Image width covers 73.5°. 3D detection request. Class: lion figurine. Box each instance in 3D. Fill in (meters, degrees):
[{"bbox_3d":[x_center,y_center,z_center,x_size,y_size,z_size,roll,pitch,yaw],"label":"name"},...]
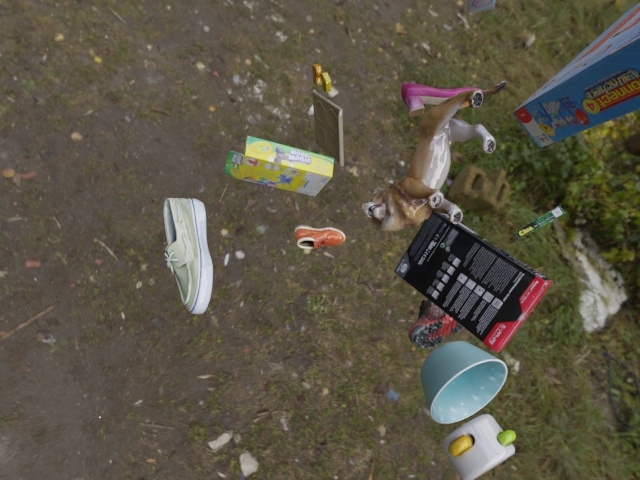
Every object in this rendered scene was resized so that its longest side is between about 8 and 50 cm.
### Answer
[{"bbox_3d":[0.253,-0.183,0.991,0.142,0.240,0.392,24,98,-27],"label":"lion figurine"}]

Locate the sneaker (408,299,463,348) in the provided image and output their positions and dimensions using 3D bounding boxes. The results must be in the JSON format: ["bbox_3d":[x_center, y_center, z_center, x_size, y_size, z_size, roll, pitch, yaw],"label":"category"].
[{"bbox_3d":[0.344,0.253,1.342,0.276,0.135,0.098,-13,121,-43],"label":"sneaker"}]

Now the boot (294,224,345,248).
[{"bbox_3d":[0.000,0.000,1.280,0.157,0.059,0.085,4,29,-9],"label":"boot"}]

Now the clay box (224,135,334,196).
[{"bbox_3d":[-0.095,-0.164,0.950,0.222,0.127,0.053,13,72,-15],"label":"clay box"}]

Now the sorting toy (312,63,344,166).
[{"bbox_3d":[0.031,-0.436,1.486,0.041,0.307,0.229,-19,43,-16],"label":"sorting toy"}]

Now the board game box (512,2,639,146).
[{"bbox_3d":[0.503,-0.302,0.647,0.308,0.302,0.086,-41,92,-4],"label":"board game box"}]

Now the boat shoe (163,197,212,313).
[{"bbox_3d":[-0.327,0.032,1.032,0.094,0.109,0.302,7,57,-36],"label":"boat shoe"}]

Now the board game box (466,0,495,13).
[{"bbox_3d":[0.327,-0.706,0.876,0.065,0.318,0.319,-5,88,15],"label":"board game box"}]

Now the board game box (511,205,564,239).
[{"bbox_3d":[0.649,-0.048,1.295,0.030,0.136,0.259,62,19,11],"label":"board game box"}]

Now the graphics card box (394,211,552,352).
[{"bbox_3d":[0.414,0.102,1.211,0.371,0.233,0.094,39,21,33],"label":"graphics card box"}]

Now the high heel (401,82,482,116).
[{"bbox_3d":[0.381,-0.471,1.355,0.244,0.082,0.117,-13,72,8],"label":"high heel"}]

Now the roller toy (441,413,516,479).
[{"bbox_3d":[0.485,0.642,1.340,0.209,0.191,0.146,-20,53,-17],"label":"roller toy"}]

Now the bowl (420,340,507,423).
[{"bbox_3d":[0.478,0.479,1.519,0.311,0.312,0.163,1,31,-27],"label":"bowl"}]
